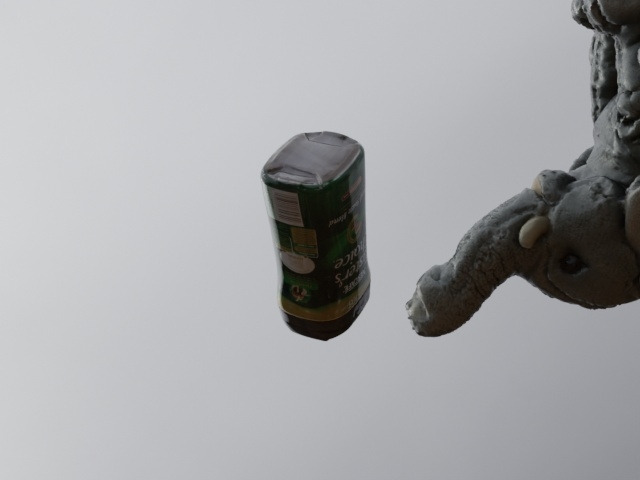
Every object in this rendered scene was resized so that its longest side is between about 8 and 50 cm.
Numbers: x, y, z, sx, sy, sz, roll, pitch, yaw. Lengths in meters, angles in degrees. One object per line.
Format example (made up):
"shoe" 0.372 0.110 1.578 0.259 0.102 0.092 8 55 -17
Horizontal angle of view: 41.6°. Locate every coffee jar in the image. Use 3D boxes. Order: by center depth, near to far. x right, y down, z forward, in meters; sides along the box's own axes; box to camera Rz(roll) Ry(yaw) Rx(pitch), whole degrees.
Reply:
"coffee jar" 0.000 0.000 0.771 0.079 0.096 0.184 14 -48 24

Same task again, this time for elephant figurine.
"elephant figurine" 0.194 -0.027 0.519 0.169 0.186 0.239 2 -72 -51
